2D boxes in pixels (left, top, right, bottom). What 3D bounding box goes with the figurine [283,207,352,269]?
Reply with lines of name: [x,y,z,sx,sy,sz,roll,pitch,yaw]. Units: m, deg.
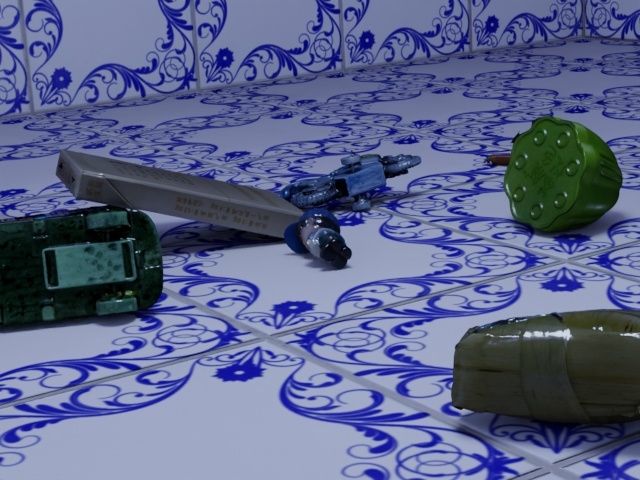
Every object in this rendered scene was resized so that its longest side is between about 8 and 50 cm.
figurine: [0.006,-0.007,1.970,0.077,0.079,0.136,36,-8,-25]

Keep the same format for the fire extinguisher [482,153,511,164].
fire extinguisher: [0.353,-0.154,2.564,0.083,0.022,0.028,2,46,18]

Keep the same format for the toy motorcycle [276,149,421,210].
toy motorcycle: [0.047,-0.104,2.309,0.254,0.092,0.135,-20,12,-24]

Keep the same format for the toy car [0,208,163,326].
toy car: [-0.361,0.040,1.756,0.306,0.136,0.125,-7,-3,-8]

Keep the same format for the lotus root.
lotus root: [0.405,-0.094,2.089,0.186,0.186,0.186,-3,15,1]

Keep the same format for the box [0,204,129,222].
box: [-0.413,0.022,1.920,0.310,0.084,0.198,-8,15,-19]

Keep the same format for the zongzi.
zongzi: [0.270,0.116,1.379,0.228,0.115,0.256,-1,8,24]

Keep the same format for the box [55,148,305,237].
box: [-0.221,-0.072,2.103,0.365,0.051,0.204,11,9,-22]
